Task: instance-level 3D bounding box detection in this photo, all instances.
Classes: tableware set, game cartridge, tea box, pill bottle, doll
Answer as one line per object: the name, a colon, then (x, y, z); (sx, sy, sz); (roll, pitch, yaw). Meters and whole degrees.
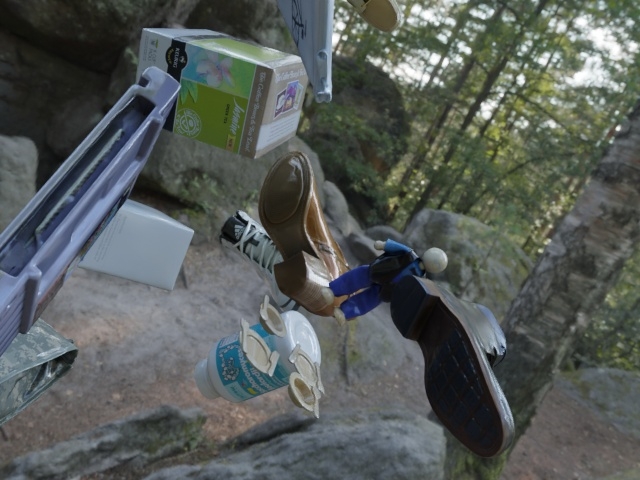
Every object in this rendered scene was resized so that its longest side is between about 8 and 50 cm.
tableware set: (-0.046, 0.154, 0.744); (0.169, 0.020, 0.141); (50, 15, -14)
game cartridge: (-0.296, -0.026, 0.677); (0.068, 0.230, 0.355); (31, 56, -10)
tea box: (-0.230, -0.378, 1.406); (0.323, 0.220, 0.329); (18, 23, 9)
pill bottle: (-0.142, 0.262, 1.228); (0.146, 0.264, 0.146); (51, 24, -33)
doll: (0.102, 0.063, 0.848); (0.129, 0.189, 0.046); (62, 10, -10)

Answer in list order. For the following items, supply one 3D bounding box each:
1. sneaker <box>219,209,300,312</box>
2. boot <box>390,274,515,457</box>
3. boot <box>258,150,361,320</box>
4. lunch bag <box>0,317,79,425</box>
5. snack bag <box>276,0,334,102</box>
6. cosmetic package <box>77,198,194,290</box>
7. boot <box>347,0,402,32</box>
sneaker: (-0.155, 0.048, 1.490); (0.257, 0.169, 0.447); (34, -4, -13)
boot: (0.153, 0.113, 0.543); (0.106, 0.082, 0.219); (14, 28, -22)
boot: (0.000, 0.000, 1.005); (0.220, 0.109, 0.283); (33, 39, -55)
lunch bag: (-0.649, 0.224, 1.084); (0.235, 0.169, 0.287); (34, 28, 11)
snack bag: (-0.020, -0.389, 0.671); (0.037, 0.323, 0.342); (-7, 46, -10)
cosmetic package: (-0.413, -0.015, 1.135); (0.224, 0.138, 0.224); (22, 0, -38)
boot: (0.092, -0.627, 1.397); (0.262, 0.095, 0.203); (50, 22, -5)
